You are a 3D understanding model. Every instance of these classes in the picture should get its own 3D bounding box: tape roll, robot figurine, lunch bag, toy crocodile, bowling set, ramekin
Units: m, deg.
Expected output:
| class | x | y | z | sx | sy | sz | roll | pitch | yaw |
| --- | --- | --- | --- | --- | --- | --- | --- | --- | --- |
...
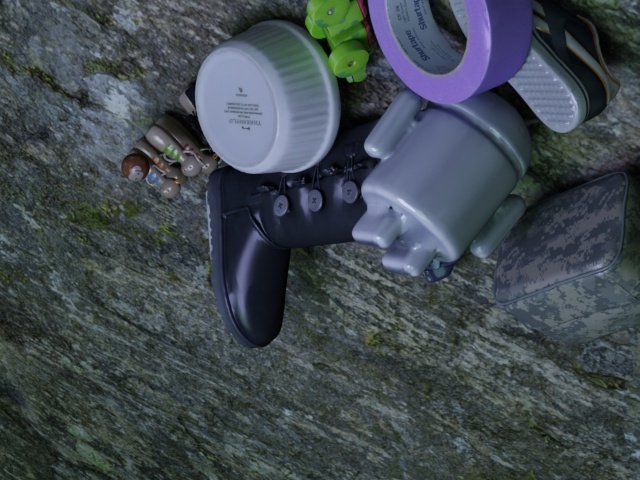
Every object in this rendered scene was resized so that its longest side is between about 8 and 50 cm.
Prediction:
| class | x | y | z | sx | sy | sz | roll | pitch | yaw |
| --- | --- | --- | --- | --- | --- | --- | --- | --- | --- |
| tape roll | 0.190 | -0.348 | 1.754 | 0.275 | 0.090 | 0.275 | 39 | 143 | 38 |
| robot figurine | 0.205 | -0.108 | 1.897 | 0.300 | 0.353 | 0.200 | 44 | 168 | -21 |
| lunch bag | 0.474 | 0.053 | 1.954 | 0.256 | 0.213 | 0.305 | 33 | 145 | -25 |
| toy crocodile | 0.029 | -0.366 | 1.861 | 0.115 | 0.105 | 0.340 | 61 | 180 | 30 |
| bowling set | -0.291 | -0.146 | 2.274 | 0.154 | 0.200 | 0.287 | 41 | 143 | -10 |
| ramekin | -0.102 | -0.240 | 2.029 | 0.272 | 0.127 | 0.273 | 18 | 117 | 40 |

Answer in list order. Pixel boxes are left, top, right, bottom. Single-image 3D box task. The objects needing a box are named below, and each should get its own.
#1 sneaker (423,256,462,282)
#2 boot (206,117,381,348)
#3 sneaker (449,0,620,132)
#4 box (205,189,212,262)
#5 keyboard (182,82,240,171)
| class | x | y | z | sx | sy | sz | roll | pitch | yaw |
| --- | --- | --- | --- | --- | --- | --- | --- | --- | --- |
| sneaker | 0.161 | 0.003 | 2.200 | 0.226 | 0.086 | 0.163 | 2 | 129 | 32 |
| boot | -0.001 | -0.002 | 2.155 | 0.445 | 0.146 | 0.367 | -11 | 90 | 36 |
| sneaker | 0.324 | -0.311 | 1.780 | 0.321 | 0.127 | 0.126 | 56 | 150 | 13 |
| box | -0.178 | -0.019 | 2.436 | 0.114 | 0.036 | 0.207 | 19 | 137 | 16 |
| keyboard | -0.185 | -0.213 | 2.170 | 0.100 | 0.038 | 0.192 | -35 | 83 | 4 |
